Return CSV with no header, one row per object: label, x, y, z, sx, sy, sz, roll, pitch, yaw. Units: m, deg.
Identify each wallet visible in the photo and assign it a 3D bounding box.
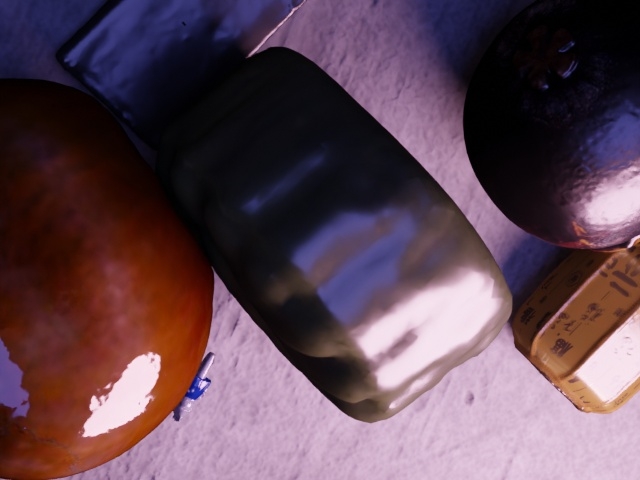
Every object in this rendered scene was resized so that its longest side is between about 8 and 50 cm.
wallet,-0.114,-0.234,1.347,0.285,0.030,0.146,-46,109,-2

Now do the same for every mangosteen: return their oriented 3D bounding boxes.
mangosteen,0.294,-0.113,1.398,0.275,0.275,0.302,-50,139,1

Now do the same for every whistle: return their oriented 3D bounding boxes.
whistle,-0.135,0.156,1.445,0.029,0.033,0.083,28,95,-18

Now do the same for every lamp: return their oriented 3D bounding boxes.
lamp,0.314,0.090,1.498,0.185,0.161,0.161,-44,112,1

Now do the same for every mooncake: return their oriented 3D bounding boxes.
mooncake,0.000,0.000,1.272,0.194,0.356,0.356,-43,112,-6

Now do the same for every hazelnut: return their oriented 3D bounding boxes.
hazelnut,-0.273,0.041,1.204,0.366,0.366,0.365,-4,106,-15
